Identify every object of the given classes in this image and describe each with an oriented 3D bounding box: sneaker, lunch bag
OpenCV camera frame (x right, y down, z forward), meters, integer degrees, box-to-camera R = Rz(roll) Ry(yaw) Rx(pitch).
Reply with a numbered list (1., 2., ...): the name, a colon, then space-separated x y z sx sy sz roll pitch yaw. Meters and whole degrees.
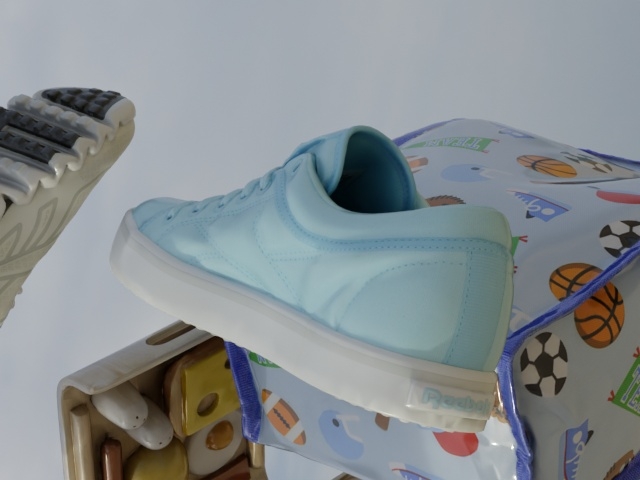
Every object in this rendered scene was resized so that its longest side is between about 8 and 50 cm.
1. sneaker: 0.000 0.000 1.129 0.135 0.366 0.150 16 -87 -39
2. sneaker: -0.247 -0.007 1.375 0.292 0.110 0.118 -44 -43 -25
3. lunch bag: 0.159 0.046 1.486 0.385 0.328 0.239 -36 -51 -36

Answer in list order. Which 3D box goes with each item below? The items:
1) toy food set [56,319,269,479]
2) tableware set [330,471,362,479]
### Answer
1. toy food set: -0.109 0.190 1.612 0.220 0.092 0.306 -27 -43 -31
2. tableware set: 0.083 0.237 1.725 0.168 0.141 0.020 -133 23 -59
